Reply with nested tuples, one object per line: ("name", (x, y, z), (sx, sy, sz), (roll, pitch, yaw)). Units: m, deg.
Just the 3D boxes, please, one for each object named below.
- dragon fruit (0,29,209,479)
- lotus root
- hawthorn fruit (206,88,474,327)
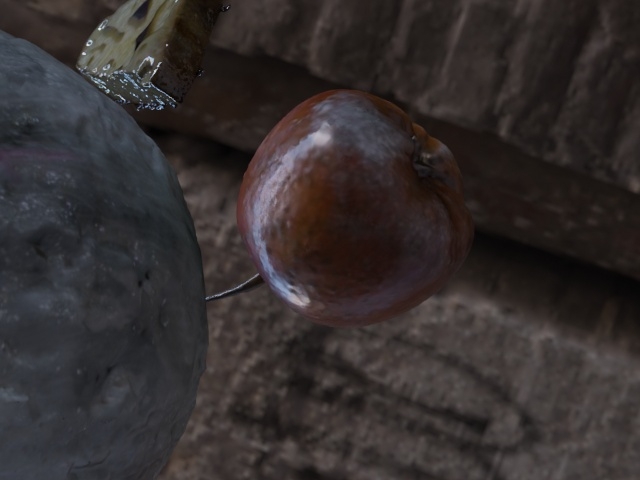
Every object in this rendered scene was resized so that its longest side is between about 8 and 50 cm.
("dragon fruit", (-0.156, 0.006, 0.677), (0.221, 0.283, 0.204), (-1, -38, -38))
("lotus root", (-0.182, -0.221, 1.594), (0.170, 0.074, 0.260), (-57, 26, -16))
("hawthorn fruit", (0.032, -0.025, 1.434), (0.263, 0.235, 0.231), (-45, 23, 55))
